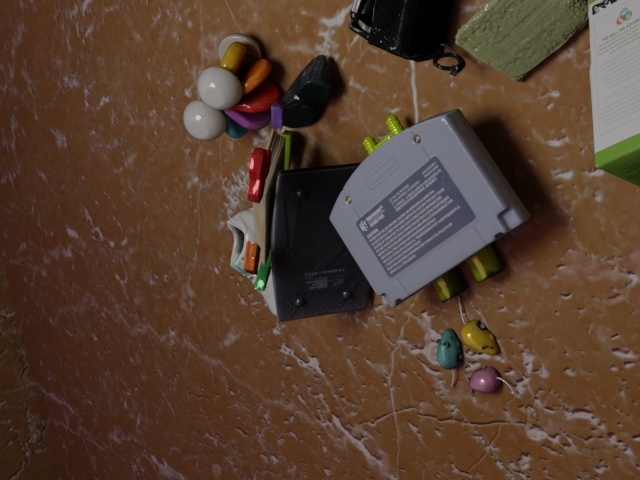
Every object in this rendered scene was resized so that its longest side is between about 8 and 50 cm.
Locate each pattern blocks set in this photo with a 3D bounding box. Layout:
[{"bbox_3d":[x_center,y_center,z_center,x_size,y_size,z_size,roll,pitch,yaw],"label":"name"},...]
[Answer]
[{"bbox_3d":[-0.083,-0.069,1.346,0.026,0.285,0.325,10,131,5],"label":"pattern blocks set"}]

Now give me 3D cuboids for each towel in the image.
[{"bbox_3d":[0.239,-0.257,1.007,0.110,0.027,0.148,29,144,-14],"label":"towel"}]

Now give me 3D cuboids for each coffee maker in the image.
[{"bbox_3d":[0.134,-0.334,1.085,0.171,0.120,0.178,22,128,13],"label":"coffee maker"}]

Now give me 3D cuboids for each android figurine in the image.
[{"bbox_3d":[0.152,-0.050,1.227,0.248,0.056,0.273,-35,81,51],"label":"android figurine"}]

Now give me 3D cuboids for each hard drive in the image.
[{"bbox_3d":[0.000,0.000,1.347,0.054,0.172,0.255,-130,36,-58],"label":"hard drive"}]

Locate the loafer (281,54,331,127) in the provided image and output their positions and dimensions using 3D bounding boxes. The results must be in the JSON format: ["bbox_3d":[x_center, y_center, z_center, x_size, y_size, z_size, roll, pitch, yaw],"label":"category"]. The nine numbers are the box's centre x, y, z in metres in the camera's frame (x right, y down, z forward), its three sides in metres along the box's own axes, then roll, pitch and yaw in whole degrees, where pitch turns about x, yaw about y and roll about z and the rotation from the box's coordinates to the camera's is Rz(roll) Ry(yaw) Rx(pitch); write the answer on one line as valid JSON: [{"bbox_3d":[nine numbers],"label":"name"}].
[{"bbox_3d":[-0.024,-0.234,1.359,0.170,0.062,0.061,-33,42,58],"label":"loafer"}]

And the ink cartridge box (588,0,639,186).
[{"bbox_3d":[0.378,-0.205,0.866,0.188,0.097,0.255,-26,52,52],"label":"ink cartridge box"}]

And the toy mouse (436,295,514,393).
[{"bbox_3d":[0.218,0.187,1.276,0.161,0.031,0.143,51,139,21],"label":"toy mouse"}]

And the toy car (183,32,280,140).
[{"bbox_3d":[-0.139,-0.245,1.431,0.136,0.159,0.182,28,138,-8],"label":"toy car"}]

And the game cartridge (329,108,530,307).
[{"bbox_3d":[0.134,-0.045,1.165,0.196,0.060,0.294,55,140,5],"label":"game cartridge"}]

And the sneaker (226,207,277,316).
[{"bbox_3d":[-0.121,0.049,1.564,0.080,0.094,0.212,-11,99,50],"label":"sneaker"}]
